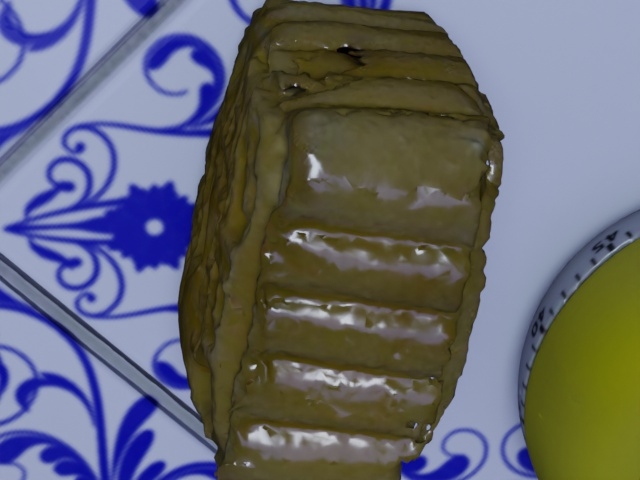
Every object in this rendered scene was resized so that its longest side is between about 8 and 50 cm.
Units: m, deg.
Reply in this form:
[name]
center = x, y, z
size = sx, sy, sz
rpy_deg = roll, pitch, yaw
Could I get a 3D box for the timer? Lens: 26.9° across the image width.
[timer]
center = 0.264, 0.122, 0.793
size = 0.285, 0.285, 0.285
rpy_deg = -3, 115, -8

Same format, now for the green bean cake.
[green bean cake]
center = 0.000, 0.000, 0.723
size = 0.131, 0.224, 0.229
rpy_deg = 8, 116, -12
